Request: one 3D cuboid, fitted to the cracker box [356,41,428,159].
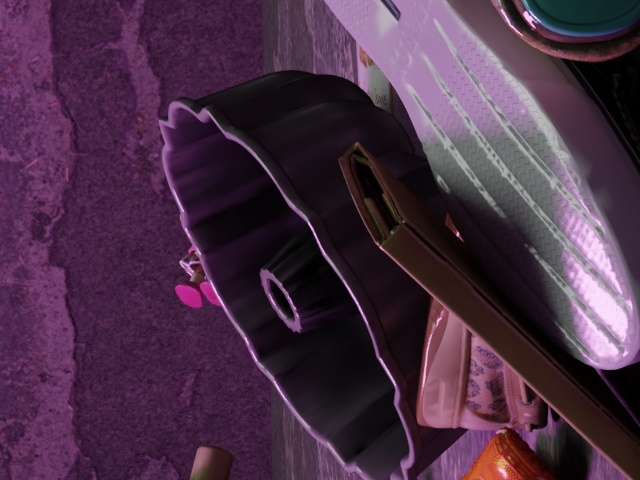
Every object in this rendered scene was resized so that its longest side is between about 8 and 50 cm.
[{"bbox_3d":[0.069,-0.147,1.552,0.156,0.067,0.232,-143,50,-81],"label":"cracker box"}]

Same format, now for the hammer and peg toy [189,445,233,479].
[{"bbox_3d":[-0.037,0.289,1.943,0.361,0.266,0.127,100,-177,-70],"label":"hammer and peg toy"}]

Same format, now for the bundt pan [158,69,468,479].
[{"bbox_3d":[0.019,0.015,1.443,0.331,0.124,0.331,50,160,25],"label":"bundt pan"}]

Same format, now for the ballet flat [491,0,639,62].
[{"bbox_3d":[0.114,-0.256,0.894,0.123,0.123,0.348,-131,38,-80],"label":"ballet flat"}]

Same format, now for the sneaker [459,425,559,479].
[{"bbox_3d":[0.116,0.165,1.257,0.064,0.067,0.175,50,170,14],"label":"sneaker"}]

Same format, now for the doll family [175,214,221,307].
[{"bbox_3d":[0.000,0.000,1.775,0.118,0.263,0.163,50,-133,-39],"label":"doll family"}]

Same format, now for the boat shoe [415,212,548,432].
[{"bbox_3d":[0.118,0.010,1.188,0.285,0.089,0.104,98,-177,-48],"label":"boat shoe"}]

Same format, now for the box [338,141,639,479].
[{"bbox_3d":[0.094,0.038,1.038,0.201,0.021,0.164,43,-173,-16],"label":"box"}]

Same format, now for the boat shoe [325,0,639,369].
[{"bbox_3d":[0.109,-0.090,1.010,0.335,0.119,0.121,61,150,25],"label":"boat shoe"}]
